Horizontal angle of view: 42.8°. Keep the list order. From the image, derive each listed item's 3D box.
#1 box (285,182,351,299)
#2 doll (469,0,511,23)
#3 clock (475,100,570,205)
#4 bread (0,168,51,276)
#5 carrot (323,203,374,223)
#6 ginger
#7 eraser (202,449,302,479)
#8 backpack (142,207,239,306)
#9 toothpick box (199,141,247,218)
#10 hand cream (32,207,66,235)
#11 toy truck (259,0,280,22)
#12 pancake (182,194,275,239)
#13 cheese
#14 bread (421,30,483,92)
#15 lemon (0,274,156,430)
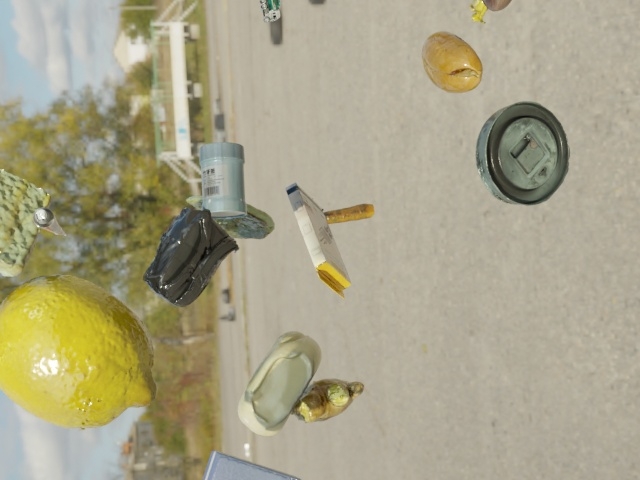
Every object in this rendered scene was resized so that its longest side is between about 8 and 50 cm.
[{"bbox_3d":[0.000,0.000,1.738,0.129,0.033,0.247,43,-159,-53],"label":"box"},{"bbox_3d":[0.445,-0.646,2.139,0.145,0.096,0.188,-101,24,-44],"label":"doll"},{"bbox_3d":[0.439,-0.187,1.774,0.049,0.226,0.226,-173,79,-65],"label":"clock"},{"bbox_3d":[-0.906,-0.065,2.031,0.264,0.395,0.239,-22,50,54],"label":"bread"},{"bbox_3d":[0.055,-0.067,2.110,0.042,0.171,0.042,171,90,-79],"label":"carrot"},{"bbox_3d":[0.002,0.411,2.089,0.157,0.216,0.102,163,90,-74],"label":"ginger"},{"bbox_3d":[-0.153,0.546,1.847,0.036,0.225,0.082,83,-156,-82],"label":"eraser"},{"bbox_3d":[-0.237,0.030,1.440,0.106,0.165,0.120,22,158,45],"label":"backpack"},{"bbox_3d":[-0.215,-0.130,1.799,0.101,0.101,0.153,136,132,-77],"label":"toothpick box"},{"bbox_3d":[-0.529,-0.036,1.578,0.052,0.038,0.216,56,165,-1],"label":"hand cream"},{"bbox_3d":[-0.106,-0.494,1.698,0.083,0.044,0.039,78,180,-58],"label":"toy truck"},{"bbox_3d":[-0.236,-0.058,2.110,0.253,0.254,0.037,115,165,-70],"label":"pancake"},{"bbox_3d":[-0.099,0.345,1.982,0.266,0.127,0.233,-58,-3,-5],"label":"cheese"},{"bbox_3d":[0.248,-0.348,1.605,0.189,0.077,0.114,-126,34,-59],"label":"bread"},{"bbox_3d":[-0.421,0.193,1.399,0.245,0.320,0.245,-59,-3,-5],"label":"lemon"}]
